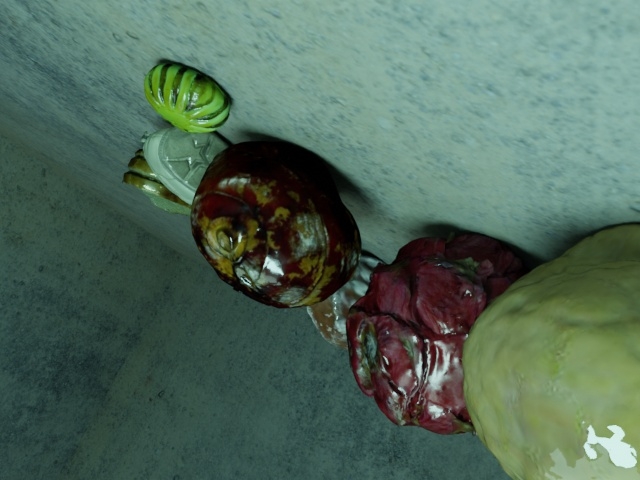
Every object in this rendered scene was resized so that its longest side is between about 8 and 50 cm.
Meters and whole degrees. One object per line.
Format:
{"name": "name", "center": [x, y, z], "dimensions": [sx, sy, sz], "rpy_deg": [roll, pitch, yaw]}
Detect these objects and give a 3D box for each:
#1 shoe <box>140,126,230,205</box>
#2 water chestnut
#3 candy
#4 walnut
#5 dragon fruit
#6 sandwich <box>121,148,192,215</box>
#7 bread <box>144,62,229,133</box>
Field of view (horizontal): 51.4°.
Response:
{"name": "shoe", "center": [-0.203, -0.110, 1.297], "dimensions": [0.342, 0.132, 0.210], "rpy_deg": [41, 167, -37]}
{"name": "water chestnut", "center": [-0.067, -0.026, 1.063], "dimensions": [0.289, 0.244, 0.289], "rpy_deg": [34, 168, 8]}
{"name": "candy", "center": [0.093, 0.146, 1.513], "dimensions": [0.157, 0.214, 0.289], "rpy_deg": [7, 159, 45]}
{"name": "walnut", "center": [0.343, 0.159, 0.725], "dimensions": [0.381, 0.381, 0.381], "rpy_deg": [26, 169, 6]}
{"name": "dragon fruit", "center": [0.196, 0.146, 1.027], "dimensions": [0.329, 0.329, 0.329], "rpy_deg": [26, 169, 6]}
{"name": "sandwich", "center": [-0.380, -0.138, 1.627], "dimensions": [0.254, 0.099, 0.288], "rpy_deg": [28, 171, -38]}
{"name": "bread", "center": [-0.198, -0.205, 0.985], "dimensions": [0.139, 0.071, 0.130], "rpy_deg": [20, 162, 31]}
